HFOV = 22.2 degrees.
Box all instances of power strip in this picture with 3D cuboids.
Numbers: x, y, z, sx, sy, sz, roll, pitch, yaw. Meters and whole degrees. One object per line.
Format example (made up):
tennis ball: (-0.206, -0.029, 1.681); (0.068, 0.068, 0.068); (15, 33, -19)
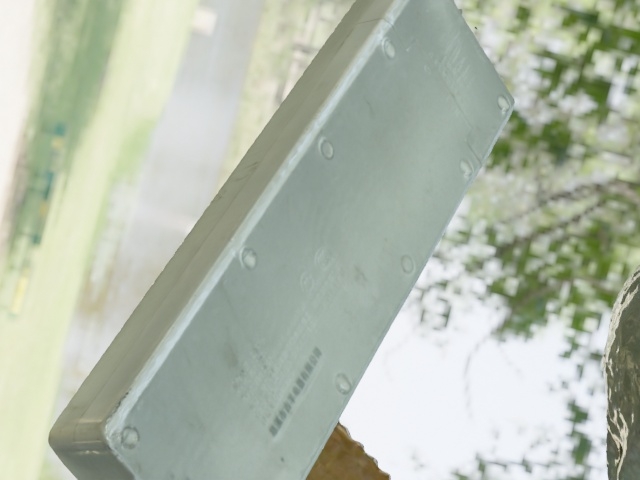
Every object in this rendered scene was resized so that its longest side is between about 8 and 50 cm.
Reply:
power strip: (0.000, 0.000, 0.779); (0.043, 0.106, 0.367); (-9, -143, 41)

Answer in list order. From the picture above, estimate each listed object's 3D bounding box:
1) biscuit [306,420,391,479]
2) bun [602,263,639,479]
biscuit: (-0.046, 0.203, 0.853); (0.237, 0.232, 0.013); (-36, 144, -12)
bun: (0.303, 0.141, 0.937); (0.211, 0.362, 0.362); (-44, -163, 28)
